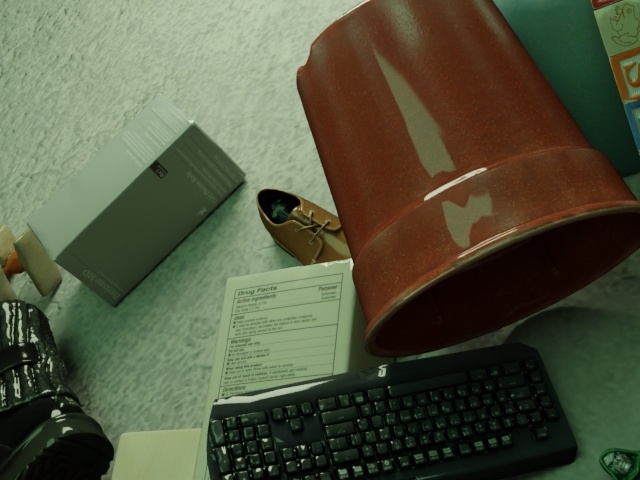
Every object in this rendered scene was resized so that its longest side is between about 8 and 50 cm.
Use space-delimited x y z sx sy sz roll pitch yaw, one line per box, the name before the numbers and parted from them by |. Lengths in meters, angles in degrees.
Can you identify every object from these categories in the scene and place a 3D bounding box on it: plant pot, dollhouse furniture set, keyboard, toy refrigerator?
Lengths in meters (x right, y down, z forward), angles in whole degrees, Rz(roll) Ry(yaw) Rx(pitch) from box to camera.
plant pot | 0.263 -0.232 1.046 0.290 0.195 0.290 -16 52 22
dollhouse furniture set | -0.501 0.095 1.339 0.262 0.135 0.259 1 37 32
keyboard | 0.068 0.198 0.875 0.317 0.033 0.201 -10 61 -10
plant pot | 0.115 -0.071 0.922 0.272 0.272 0.265 -28 69 13
toy refrigerator | -0.153 0.326 0.989 0.102 0.094 0.269 -7 56 19

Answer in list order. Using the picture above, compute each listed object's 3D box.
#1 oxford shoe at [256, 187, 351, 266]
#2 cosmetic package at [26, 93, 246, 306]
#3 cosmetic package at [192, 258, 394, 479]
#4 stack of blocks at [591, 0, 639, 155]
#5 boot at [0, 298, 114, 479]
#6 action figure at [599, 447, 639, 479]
oxford shoe | 0.000 0.000 1.131 0.212 0.076 0.076 28 75 39
cosmetic package | -0.228 -0.049 1.271 0.238 0.127 0.107 -48 47 -3
cosmetic package | -0.023 0.184 0.992 0.160 0.113 0.309 -9 54 26
stack of blocks | 0.349 -0.125 0.870 0.171 0.087 0.297 -18 95 21
boot | -0.410 0.255 1.170 0.348 0.131 0.260 -41 49 -6
action figure | 0.320 0.216 0.795 0.232 0.063 0.137 19 74 43
